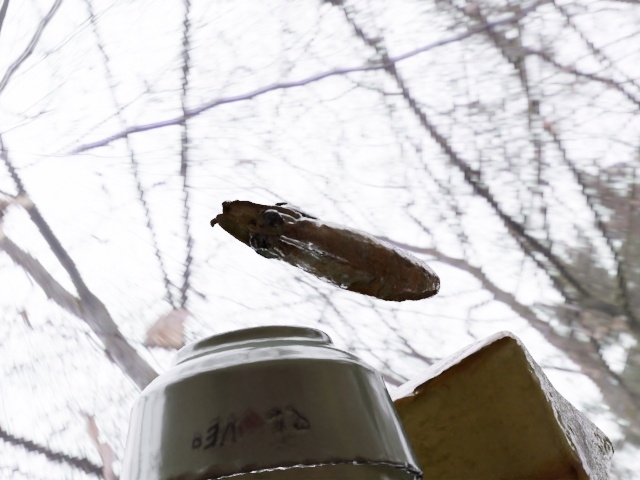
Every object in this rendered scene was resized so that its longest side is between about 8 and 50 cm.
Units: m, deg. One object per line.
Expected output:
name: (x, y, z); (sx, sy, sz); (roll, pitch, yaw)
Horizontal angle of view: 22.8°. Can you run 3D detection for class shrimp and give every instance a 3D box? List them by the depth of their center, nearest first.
shrimp: (0.000, 0.000, 1.229); (0.223, 0.126, 0.047); (19, -79, -39)

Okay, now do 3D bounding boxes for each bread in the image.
bread: (0.145, 0.223, 1.461); (0.245, 0.361, 0.233); (-30, -95, 7)

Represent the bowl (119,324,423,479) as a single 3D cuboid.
bowl: (-0.040, 0.127, 1.096); (0.211, 0.211, 0.112); (-3, -112, -13)
